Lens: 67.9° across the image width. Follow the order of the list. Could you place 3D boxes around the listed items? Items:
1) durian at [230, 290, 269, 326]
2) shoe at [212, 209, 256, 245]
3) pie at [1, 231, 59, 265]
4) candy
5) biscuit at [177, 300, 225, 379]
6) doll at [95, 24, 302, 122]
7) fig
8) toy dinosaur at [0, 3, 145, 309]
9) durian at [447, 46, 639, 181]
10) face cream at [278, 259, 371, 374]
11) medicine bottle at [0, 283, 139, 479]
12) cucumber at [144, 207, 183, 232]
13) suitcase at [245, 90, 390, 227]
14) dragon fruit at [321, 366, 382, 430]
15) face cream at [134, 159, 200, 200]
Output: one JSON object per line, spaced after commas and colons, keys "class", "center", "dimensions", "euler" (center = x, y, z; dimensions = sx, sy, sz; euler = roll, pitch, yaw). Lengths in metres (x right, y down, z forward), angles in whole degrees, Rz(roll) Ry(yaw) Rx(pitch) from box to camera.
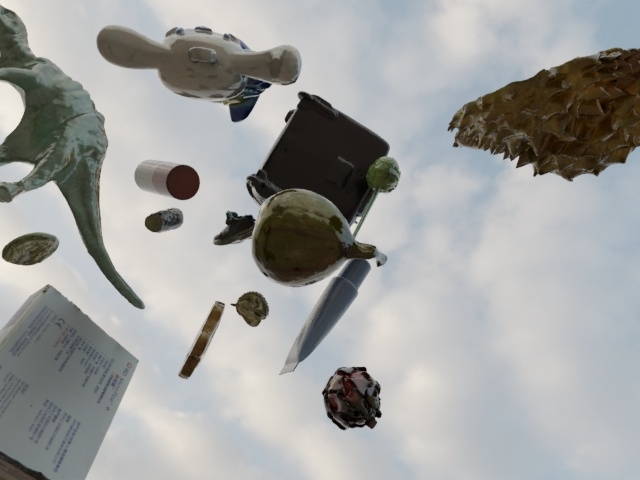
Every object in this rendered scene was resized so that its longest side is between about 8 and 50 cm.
{"class": "durian", "center": [-0.215, 0.214, 1.498], "dimensions": [0.140, 0.071, 0.110], "euler": [9, -99, 25]}
{"class": "shoe", "center": [-0.247, -0.041, 1.367], "dimensions": [0.169, 0.071, 0.099], "euler": [-14, -90, 31]}
{"class": "pie", "center": [-0.454, 0.012, 0.750], "dimensions": [0.084, 0.084, 0.021], "euler": [-41, -109, 26]}
{"class": "candy", "center": [0.116, -0.075, 1.187], "dimensions": [0.093, 0.335, 0.092], "euler": [-2, -39, 44]}
{"class": "biscuit", "center": [-0.273, 0.236, 1.087], "dimensions": [0.035, 0.184, 0.249], "euler": [27, -41, -10]}
{"class": "doll", "center": [-0.232, -0.382, 1.047], "dimensions": [0.376, 0.365, 0.187], "euler": [24, -83, -5]}
{"class": "fig", "center": [-0.011, 0.009, 0.700], "dimensions": [0.186, 0.142, 0.148], "euler": [17, -35, 20]}
{"class": "toy dinosaur", "center": [-0.300, -0.084, 0.524], "dimensions": [0.092, 0.205, 0.393], "euler": [-26, -72, 34]}
{"class": "durian", "center": [0.308, -0.184, 0.666], "dimensions": [0.305, 0.196, 0.185], "euler": [-8, -103, 31]}
{"class": "face cream", "center": [0.015, 0.199, 1.288], "dimensions": [0.086, 0.385, 0.135], "euler": [39, -27, -4]}
{"class": "medicine bottle", "center": [-0.311, 0.174, 0.552], "dimensions": [0.052, 0.201, 0.171], "euler": [-26, -60, 19]}
{"class": "cucumber", "center": [-0.422, -0.054, 1.281], "dimensions": [0.064, 0.112, 0.064], "euler": [4, -78, 21]}
{"class": "suitcase", "center": [0.001, -0.194, 1.343], "dimensions": [0.339, 0.188, 0.345], "euler": [30, -104, -5]}
{"class": "dragon fruit", "center": [0.090, 0.441, 1.333], "dimensions": [0.189, 0.182, 0.182], "euler": [-25, -71, 45]}
{"class": "face cream", "center": [-0.418, -0.166, 1.289], "dimensions": [0.214, 0.096, 0.095], "euler": [15, -55, 47]}
